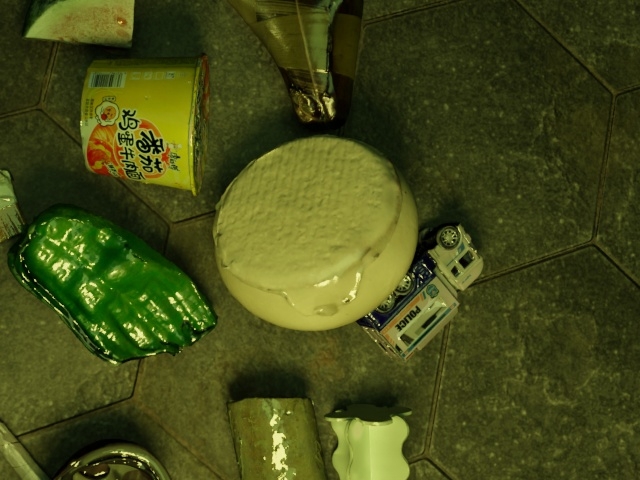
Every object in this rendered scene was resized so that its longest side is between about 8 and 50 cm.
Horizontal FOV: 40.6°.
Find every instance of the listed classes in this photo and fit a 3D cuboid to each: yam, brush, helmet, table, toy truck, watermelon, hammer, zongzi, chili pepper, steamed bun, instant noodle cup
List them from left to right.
[{"bbox_3d":[-0.632,-0.158,1.591,0.085,0.020,0.337,-24,88,-13],"label":"brush"},{"bbox_3d":[-0.593,0.295,1.533,0.152,0.044,0.427,-40,92,-12],"label":"hammer"},{"bbox_3d":[-0.378,0.480,1.486,0.224,0.177,0.306,26,85,-16],"label":"helmet"},{"bbox_3d":[-0.374,0.083,1.548,0.385,0.167,0.213,38,93,-17],"label":"chili pepper"},{"bbox_3d":[-0.383,-0.444,1.594,0.320,0.289,0.214,-47,124,-25],"label":"watermelon"},{"bbox_3d":[-0.310,-0.213,1.555,0.200,0.264,0.265,3,83,-3],"label":"instant noodle cup"},{"bbox_3d":[-0.085,-0.370,1.685,0.317,0.154,0.290,7,85,9],"label":"zongzi"},{"bbox_3d":[-0.070,0.404,1.567,0.161,0.161,0.268,-11,85,-13],"label":"yam"},{"bbox_3d":[0.000,0.000,1.566,0.374,0.241,0.375,-9,54,13],"label":"steamed bun"},{"bbox_3d":[0.091,0.417,1.604,0.166,0.166,0.199,-2,91,-12],"label":"table"},{"bbox_3d":[0.198,0.094,1.678,0.268,0.124,0.155,-42,100,-11],"label":"toy truck"}]
